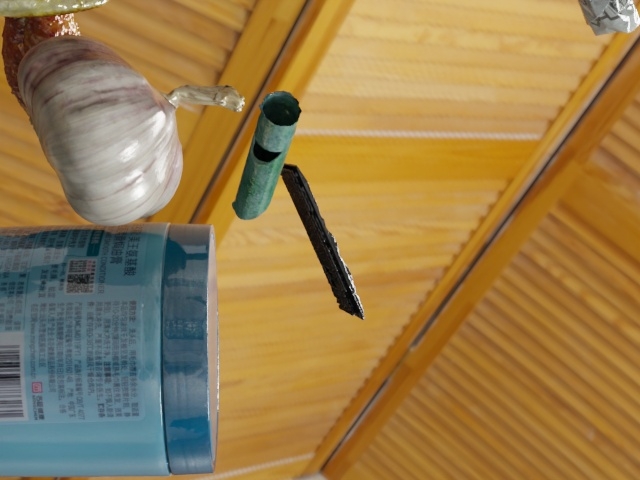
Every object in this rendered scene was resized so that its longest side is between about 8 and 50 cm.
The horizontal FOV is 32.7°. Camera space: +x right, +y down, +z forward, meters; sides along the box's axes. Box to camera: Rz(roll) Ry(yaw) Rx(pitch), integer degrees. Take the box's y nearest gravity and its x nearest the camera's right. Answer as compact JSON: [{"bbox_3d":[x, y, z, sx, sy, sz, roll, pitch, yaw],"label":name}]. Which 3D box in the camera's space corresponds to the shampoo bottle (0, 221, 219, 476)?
[{"bbox_3d":[-0.309,0.142,1.427,0.343,0.331,0.331,0,39,-4],"label":"shampoo bottle"}]

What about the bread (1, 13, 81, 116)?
[{"bbox_3d":[-0.384,-0.264,1.518,0.140,0.268,0.095,13,46,13],"label":"bread"}]

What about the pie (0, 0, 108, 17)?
[{"bbox_3d":[-0.329,-0.300,1.240,0.205,0.084,0.179,-18,26,-29],"label":"pie"}]

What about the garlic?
[{"bbox_3d":[-0.218,-0.149,1.333,0.253,0.245,0.245,-19,48,-5],"label":"garlic"}]

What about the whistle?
[{"bbox_3d":[-0.053,-0.074,1.031,0.039,0.186,0.039,5,63,-11],"label":"whistle"}]

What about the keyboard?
[{"bbox_3d":[-0.002,0.001,1.247,0.015,0.196,0.074,-29,18,-19],"label":"keyboard"}]

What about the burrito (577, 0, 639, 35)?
[{"bbox_3d":[0.327,-0.316,1.302,0.203,0.064,0.064,51,15,-42],"label":"burrito"}]
